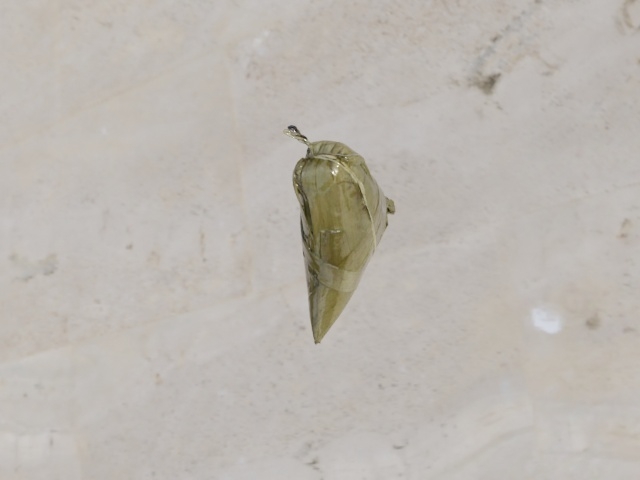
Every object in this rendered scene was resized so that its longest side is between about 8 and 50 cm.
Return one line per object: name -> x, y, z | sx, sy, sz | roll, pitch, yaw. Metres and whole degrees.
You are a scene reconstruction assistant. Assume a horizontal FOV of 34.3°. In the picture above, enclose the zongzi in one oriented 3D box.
zongzi -> 0.000, 0.000, 1.022 | 0.081, 0.189, 0.178 | 15, 76, 23
